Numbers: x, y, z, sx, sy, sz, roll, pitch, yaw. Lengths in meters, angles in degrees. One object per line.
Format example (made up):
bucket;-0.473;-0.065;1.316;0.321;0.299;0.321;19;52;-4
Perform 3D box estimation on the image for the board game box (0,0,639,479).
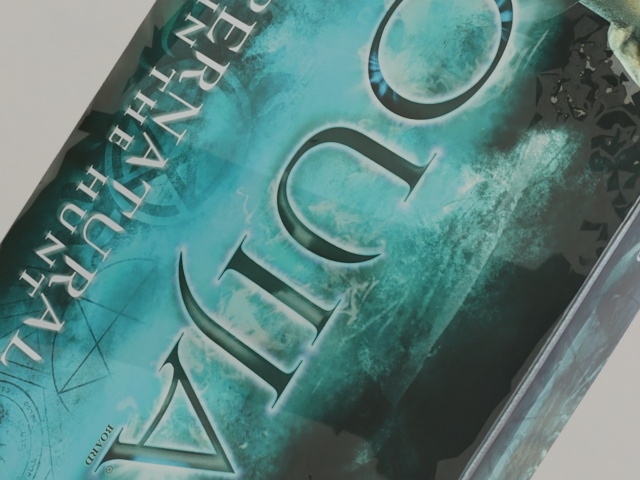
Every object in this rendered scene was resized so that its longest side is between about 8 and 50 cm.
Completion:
board game box;0.000;0.000;0.362;0.126;0.186;0.026;33;2;35
